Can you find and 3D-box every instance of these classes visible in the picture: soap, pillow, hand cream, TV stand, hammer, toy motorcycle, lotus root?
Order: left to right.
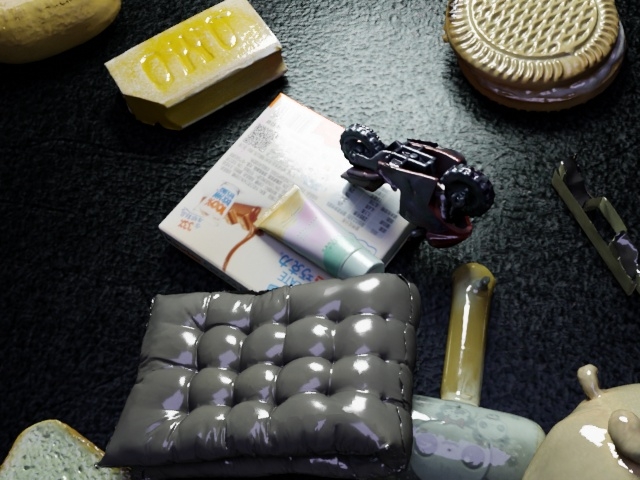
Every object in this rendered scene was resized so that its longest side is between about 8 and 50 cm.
[{"bbox_3d":[-0.435,-0.357,1.218,0.303,0.131,0.146,-19,62,-6],"label":"lotus root"},{"bbox_3d":[-0.182,-0.255,1.162,0.232,0.073,0.140,-30,58,-8],"label":"soap"},{"bbox_3d":[-0.058,0.142,0.844,0.326,0.101,0.228,-9,45,21],"label":"pillow"},{"bbox_3d":[0.000,0.000,0.965,0.076,0.047,0.174,-44,59,-14],"label":"hand cream"},{"bbox_3d":[0.112,-0.065,0.960,0.213,0.122,0.082,27,44,29],"label":"toy motorcycle"},{"bbox_3d":[0.162,0.150,0.890,0.202,0.113,0.305,11,55,9],"label":"hammer"},{"bbox_3d":[0.363,0.000,0.973,0.042,0.036,0.249,-21,61,-6],"label":"TV stand"}]

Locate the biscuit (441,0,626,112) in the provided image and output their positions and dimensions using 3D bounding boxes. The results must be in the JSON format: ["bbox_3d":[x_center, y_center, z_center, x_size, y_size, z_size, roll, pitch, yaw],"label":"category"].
[{"bbox_3d":[0.302,-0.296,1.120,0.259,0.079,0.259,-3,61,6],"label":"biscuit"}]

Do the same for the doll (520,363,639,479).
[{"bbox_3d":[0.246,0.297,0.682,0.247,0.247,0.350,13,103,14],"label":"doll"}]

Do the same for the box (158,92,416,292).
[{"bbox_3d":[-0.026,-0.037,1.036,0.273,0.048,0.265,33,70,20],"label":"box"}]

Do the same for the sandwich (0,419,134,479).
[{"bbox_3d":[-0.300,0.321,0.863,0.186,0.065,0.215,29,67,21],"label":"sandwich"}]
